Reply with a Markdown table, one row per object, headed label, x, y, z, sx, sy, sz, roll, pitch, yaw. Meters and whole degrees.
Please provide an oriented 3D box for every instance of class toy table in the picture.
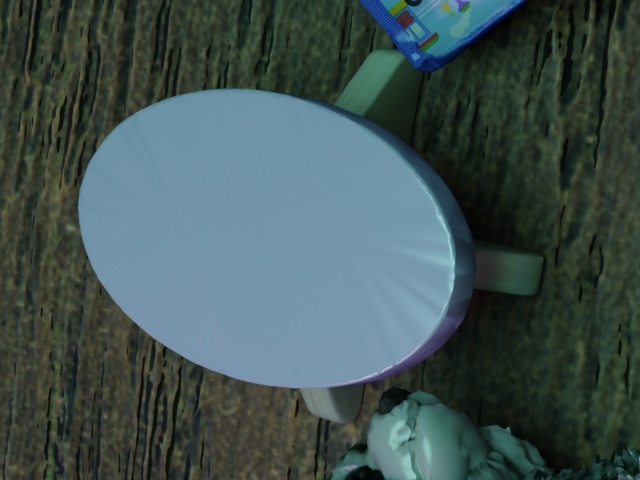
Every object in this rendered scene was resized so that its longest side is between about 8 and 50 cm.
| label | x | y | z | sx | sy | sz | roll | pitch | yaw |
| --- | --- | --- | --- | --- | --- | --- | --- | --- | --- |
| toy table | 0.000 | 0.000 | 1.153 | 0.274 | 0.161 | 0.252 | 27 | 104 | 29 |

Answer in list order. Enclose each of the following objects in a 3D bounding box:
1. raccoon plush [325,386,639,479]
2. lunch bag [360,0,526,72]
| label | x | y | z | sx | sy | sz | roll | pitch | yaw |
| --- | --- | --- | --- | --- | --- | --- | --- | --- | --- |
| raccoon plush | 0.140 | 0.293 | 1.056 | 0.299 | 0.216 | 0.446 | -18 | 81 | 37 |
| lunch bag | 0.076 | -0.262 | 1.103 | 0.221 | 0.138 | 0.293 | -39 | 85 | 28 |
